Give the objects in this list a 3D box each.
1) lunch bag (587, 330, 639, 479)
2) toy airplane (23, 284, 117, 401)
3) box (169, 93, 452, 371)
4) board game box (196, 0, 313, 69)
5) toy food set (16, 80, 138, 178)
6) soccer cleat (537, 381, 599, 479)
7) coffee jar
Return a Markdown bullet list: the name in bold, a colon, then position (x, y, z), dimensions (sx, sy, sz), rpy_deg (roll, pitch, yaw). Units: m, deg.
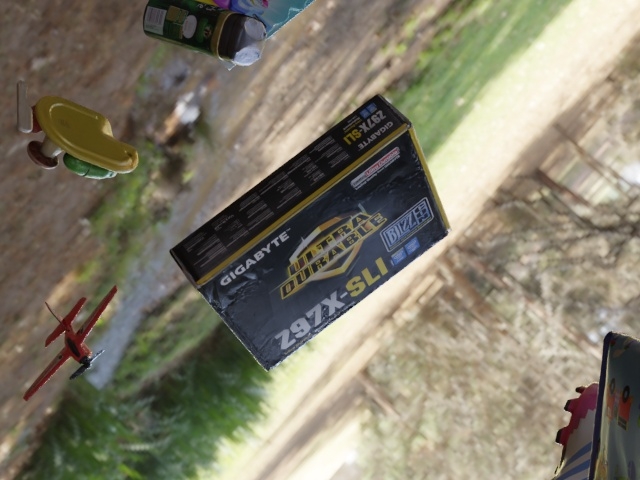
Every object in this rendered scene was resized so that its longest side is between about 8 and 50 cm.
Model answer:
- **lunch bag**: position (0.271, 0.239, 0.794), dimensions (0.221, 0.138, 0.293), rpy_deg (-145, -107, -85)
- **toy airplane**: position (-0.263, 0.102, 1.091), dimensions (0.151, 0.028, 0.151), rpy_deg (-29, -141, 27)
- **box**: position (0.000, 0.000, 1.328), dimensions (0.322, 0.079, 0.257), rpy_deg (-37, 147, -5)
- **board game box**: position (-0.131, -0.492, 1.819), dimensions (0.336, 0.253, 0.079), rpy_deg (-33, -150, 30)
- **toy food set**: position (-0.378, -0.145, 1.547), dimensions (0.217, 0.128, 0.071), rpy_deg (23, 123, -42)
- **soccer cleat**: position (0.356, 0.299, 1.300), dimensions (0.331, 0.143, 0.116), rpy_deg (-46, 140, -53)
- **coffee jar**: position (-0.180, -0.332, 1.634), dimensions (0.096, 0.184, 0.079), rpy_deg (-7, 115, -66)
